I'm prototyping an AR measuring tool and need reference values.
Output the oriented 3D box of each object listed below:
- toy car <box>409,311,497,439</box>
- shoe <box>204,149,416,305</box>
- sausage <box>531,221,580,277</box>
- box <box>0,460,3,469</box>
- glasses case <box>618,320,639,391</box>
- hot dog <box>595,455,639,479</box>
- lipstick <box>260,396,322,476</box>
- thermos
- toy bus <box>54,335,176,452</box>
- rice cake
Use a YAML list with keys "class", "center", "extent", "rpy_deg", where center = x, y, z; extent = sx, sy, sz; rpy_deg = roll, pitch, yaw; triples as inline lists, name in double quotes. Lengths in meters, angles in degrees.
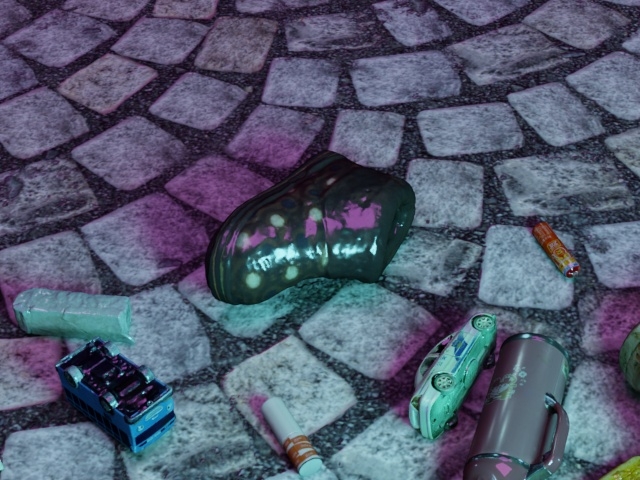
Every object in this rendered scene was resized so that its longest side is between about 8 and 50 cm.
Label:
- class: "toy car"
  center: [0.200, 0.197, 1.729]
  extent: [0.076, 0.090, 0.224]
  rpy_deg: [16, 46, 28]
- class: "shoe"
  center: [0.000, 0.000, 1.890]
  extent: [0.237, 0.171, 0.384]
  rpy_deg: [21, 41, 29]
- class: "sausage"
  center: [0.405, 0.020, 1.945]
  extent: [0.034, 0.034, 0.129]
  rpy_deg: [-15, 44, -13]
- class: "box"
  center: [-0.560, 0.335, 1.671]
  extent: [0.167, 0.024, 0.090]
  rpy_deg: [-23, 47, -20]
- class: "glasses case"
  center: [0.650, 0.123, 1.732]
  extent: [0.425, 0.156, 0.098]
  rpy_deg: [-16, 50, -14]
- class: "hot dog"
  center: [0.358, 0.380, 1.543]
  extent: [0.286, 0.061, 0.088]
  rpy_deg: [-22, 46, -21]
- class: "lipstick"
  center: [-0.044, 0.288, 1.681]
  extent: [0.038, 0.038, 0.130]
  rpy_deg: [-21, 46, -18]
- class: "thermos"
  center: [0.284, 0.286, 1.609]
  extent: [0.136, 0.109, 0.330]
  rpy_deg: [5, 43, 21]
- class: "toy bus"
  center: [-0.302, 0.232, 1.706]
  extent: [0.185, 0.106, 0.090]
  rpy_deg: [28, 48, 36]
- class: "rice cake"
  center: [-0.400, 0.121, 1.859]
  extent: [0.207, 0.069, 0.063]
  rpy_deg: [3, 43, 8]
